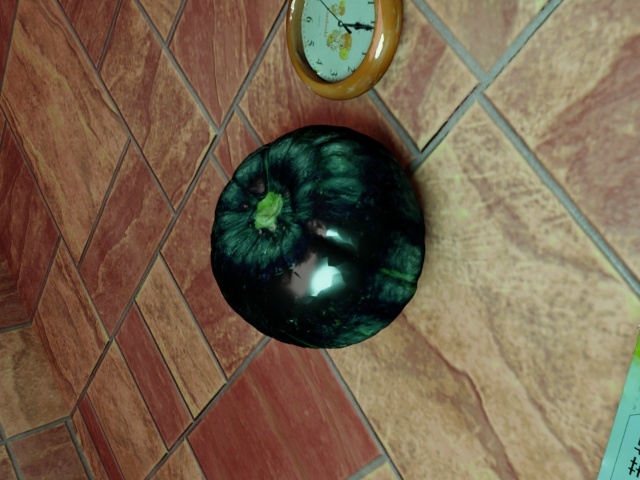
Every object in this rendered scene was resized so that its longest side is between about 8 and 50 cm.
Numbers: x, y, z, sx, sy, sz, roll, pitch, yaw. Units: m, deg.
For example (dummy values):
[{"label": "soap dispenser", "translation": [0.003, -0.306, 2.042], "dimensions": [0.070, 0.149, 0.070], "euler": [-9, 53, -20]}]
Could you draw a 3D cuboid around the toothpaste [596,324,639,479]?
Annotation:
[{"label": "toothpaste", "translation": [0.349, 0.222, 0.666], "dimensions": [0.089, 0.071, 0.313], "euler": [27, 119, 45]}]

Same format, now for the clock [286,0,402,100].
[{"label": "clock", "translation": [0.029, -0.296, 0.885], "dimensions": [0.205, 0.051, 0.206], "euler": [13, 108, 45]}]

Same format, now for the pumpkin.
[{"label": "pumpkin", "translation": [0.000, 0.000, 0.864], "dimensions": [0.315, 0.238, 0.316], "euler": [-16, 66, 41]}]
